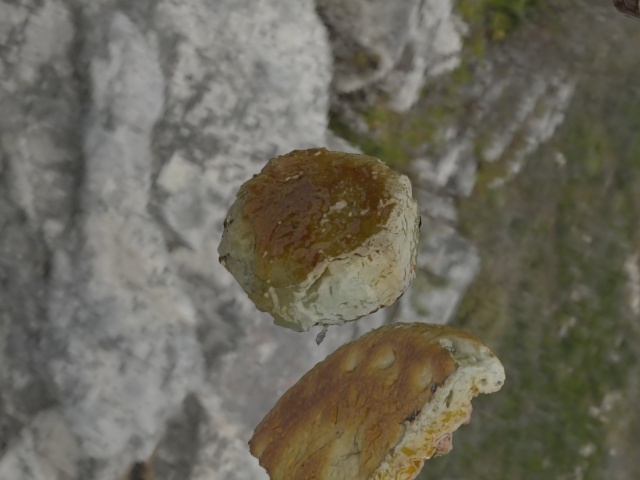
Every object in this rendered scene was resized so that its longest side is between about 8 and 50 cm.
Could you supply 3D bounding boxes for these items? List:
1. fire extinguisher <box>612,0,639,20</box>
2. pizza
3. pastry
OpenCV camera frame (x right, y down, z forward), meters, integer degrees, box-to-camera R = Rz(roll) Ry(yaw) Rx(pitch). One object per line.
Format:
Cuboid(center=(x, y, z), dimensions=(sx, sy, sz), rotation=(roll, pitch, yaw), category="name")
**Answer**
Cuboid(center=(0.395, -0.212, 1.388), dimensions=(0.071, 0.231, 0.099), rotation=(-41, 137, -20), category="fire extinguisher")
Cuboid(center=(0.038, 0.185, 1.281), dimensions=(0.086, 0.335, 0.226), rotation=(30, 54, -26), category="pizza")
Cuboid(center=(0.001, -0.004, 1.045), dimensions=(0.153, 0.153, 0.081), rotation=(-53, 148, -20), category="pastry")
